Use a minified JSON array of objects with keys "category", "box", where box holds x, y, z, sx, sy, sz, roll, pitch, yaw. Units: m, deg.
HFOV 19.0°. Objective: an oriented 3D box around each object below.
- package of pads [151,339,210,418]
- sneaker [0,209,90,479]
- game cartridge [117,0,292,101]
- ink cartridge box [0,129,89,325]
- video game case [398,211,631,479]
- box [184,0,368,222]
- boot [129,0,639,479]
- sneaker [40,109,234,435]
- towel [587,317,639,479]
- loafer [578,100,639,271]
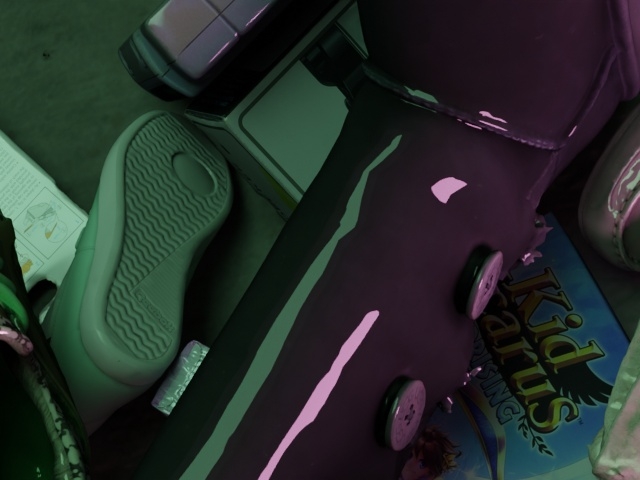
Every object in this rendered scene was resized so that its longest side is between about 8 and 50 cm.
[{"category":"package of pads","box":[-0.074,0.100,1.215,0.032,0.083,0.050,31,79,23]},{"category":"sneaker","box":[-0.203,0.053,1.090,0.158,0.182,0.410,-13,73,-32]},{"category":"game cartridge","box":[-0.032,-0.185,1.235,0.068,0.355,0.230,41,88,-8]},{"category":"ink cartridge box","box":[-0.270,0.008,1.392,0.225,0.056,0.181,41,84,17]},{"category":"video game case","box":[0.095,0.151,1.124,0.244,0.061,0.269,-30,55,6]},{"category":"box","box":[0.078,-0.120,1.197,0.290,0.169,0.087,-45,20,-9]},{"category":"boot","box":[0.001,0.001,0.976,0.146,0.367,0.445,29,81,33]},{"category":"sneaker","box":[-0.146,0.025,1.286,0.151,0.094,0.256,-42,22,37]},{"category":"towel","box":[0.299,0.095,1.030,0.282,0.049,0.187,16,60,20]},{"category":"loafer","box":[0.296,-0.084,1.129,0.319,0.112,0.111,-38,46,1]}]
